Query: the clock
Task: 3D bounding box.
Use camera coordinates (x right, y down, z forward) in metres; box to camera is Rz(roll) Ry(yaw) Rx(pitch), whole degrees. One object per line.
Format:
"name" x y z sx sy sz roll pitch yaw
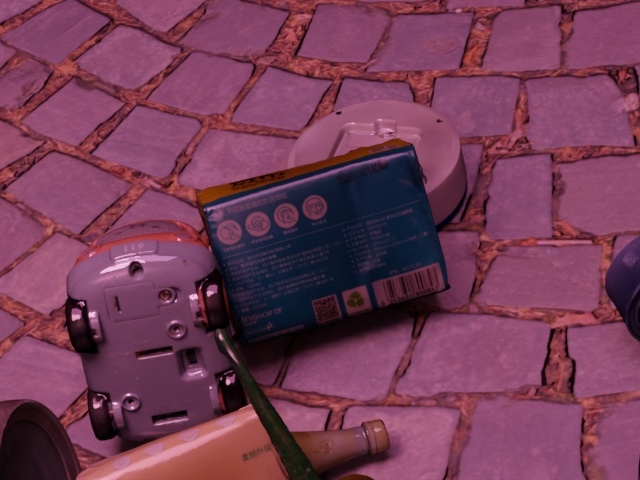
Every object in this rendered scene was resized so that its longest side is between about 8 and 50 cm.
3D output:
"clock" 0.074 -0.089 2.391 0.230 0.083 0.230 -6 40 5

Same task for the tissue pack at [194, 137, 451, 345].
"tissue pack" 0.000 0.000 2.217 0.271 0.192 0.134 -15 10 -3

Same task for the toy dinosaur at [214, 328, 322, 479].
"toy dinosaur" 0.034 0.299 1.805 0.087 0.300 0.447 -27 42 -18

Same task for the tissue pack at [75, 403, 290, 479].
"tissue pack" -0.131 0.291 1.945 0.222 0.186 0.090 -20 10 -12

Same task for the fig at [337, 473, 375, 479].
"fig" 0.032 0.293 1.988 0.088 0.074 0.074 -24 38 21

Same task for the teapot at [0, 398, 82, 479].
"teapot" -0.439 0.335 1.949 0.312 0.233 0.315 -11 39 16

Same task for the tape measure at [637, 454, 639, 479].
"tape measure" 0.420 0.240 1.909 0.181 0.107 0.182 -12 56 -3

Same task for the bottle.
"bottle" -0.054 0.250 2.047 0.270 0.083 0.083 -13 41 -7

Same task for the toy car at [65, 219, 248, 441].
"toy car" -0.190 0.091 2.125 0.181 0.270 0.212 -10 32 0

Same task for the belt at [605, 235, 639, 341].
"belt" 0.428 0.045 2.103 0.190 0.141 0.082 -16 43 -7
